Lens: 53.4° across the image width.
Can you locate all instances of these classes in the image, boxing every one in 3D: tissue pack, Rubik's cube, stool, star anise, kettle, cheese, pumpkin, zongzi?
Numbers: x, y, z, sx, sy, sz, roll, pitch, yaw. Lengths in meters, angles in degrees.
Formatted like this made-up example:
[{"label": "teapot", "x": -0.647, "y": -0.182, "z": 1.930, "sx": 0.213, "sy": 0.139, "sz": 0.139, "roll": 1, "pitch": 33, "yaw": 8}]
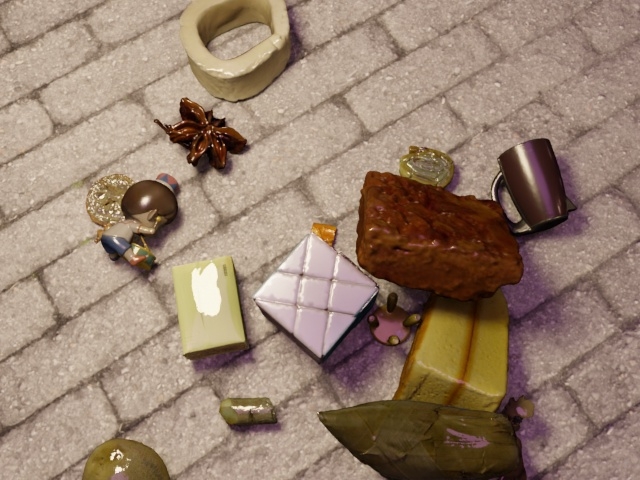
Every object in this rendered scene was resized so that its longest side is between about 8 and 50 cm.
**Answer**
[{"label": "tissue pack", "x": -0.282, "y": 0.171, "z": 1.625, "sx": 0.159, "sy": 0.125, "sz": 0.234, "roll": -10, "pitch": 72, "yaw": -4}, {"label": "Rubik's cube", "x": -0.009, "y": 0.148, "z": 1.576, "sx": 0.221, "sy": 0.224, "sz": 0.231, "roll": 40, "pitch": 81, "yaw": 10}, {"label": "stool", "x": 0.183, "y": 0.208, "z": 1.627, "sx": 0.135, "sy": 0.110, "sz": 0.134, "roll": 0, "pitch": 71, "yaw": -1}, {"label": "star anise", "x": -0.324, "y": -0.293, "z": 1.775, "sx": 0.190, "sy": 0.126, "sz": 0.220, "roll": -42, "pitch": 91, "yaw": -24}, {"label": "kettle", "x": 0.566, "y": -0.136, "z": 1.732, "sx": 0.202, "sy": 0.144, "sz": 0.232, "roll": -18, "pitch": 75, "yaw": 14}, {"label": "cheese", "x": -0.231, "y": -0.586, "z": 1.854, "sx": 0.332, "sy": 0.153, "sz": 0.292, "roll": -33, "pitch": 76, "yaw": -9}, {"label": "pumpkin", "x": -0.001, "y": -0.002, "z": 1.732, "sx": 0.073, "sy": 0.035, "sz": 0.101, "roll": 11, "pitch": 75, "yaw": 6}, {"label": "zongzi", "x": 0.226, "y": 0.420, "z": 1.367, "sx": 0.356, "sy": 0.393, "sz": 0.174, "roll": -8, "pitch": 60, "yaw": 25}]

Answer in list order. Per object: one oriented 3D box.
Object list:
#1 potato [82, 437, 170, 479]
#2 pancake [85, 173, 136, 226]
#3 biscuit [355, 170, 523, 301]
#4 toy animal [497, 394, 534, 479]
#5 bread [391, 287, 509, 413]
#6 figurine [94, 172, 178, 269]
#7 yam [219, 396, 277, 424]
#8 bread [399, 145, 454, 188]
[{"label": "potato", "x": -0.448, "y": 0.574, "z": 1.486, "sx": 0.178, "sy": 0.160, "sz": 0.235, "roll": -29, "pitch": 84, "yaw": 16}, {"label": "pancake", "x": -0.573, "y": -0.110, "z": 1.764, "sx": 0.158, "sy": 0.028, "sz": 0.158, "roll": 1, "pitch": 74, "yaw": -4}, {"label": "biscuit", "x": 0.277, "y": -0.010, "z": 1.583, "sx": 0.395, "sy": 0.166, "sz": 0.342, "roll": 15, "pitch": 28, "yaw": -4}, {"label": "toy animal", "x": 0.454, "y": 0.497, "z": 1.538, "sx": 0.186, "sy": 0.094, "sz": 0.214, "roll": -22, "pitch": 103, "yaw": -33}, {"label": "bread", "x": 0.350, "y": 0.284, "z": 1.636, "sx": 0.233, "sy": 0.245, "sz": 0.361, "roll": 20, "pitch": 43, "yaw": 7}, {"label": "figurine", "x": -0.464, "y": -0.061, "z": 1.691, "sx": 0.161, "sy": 0.158, "sz": 0.275, "roll": 12, "pitch": 68, "yaw": 42}, {"label": "yam", "x": -0.180, "y": 0.424, "z": 1.577, "sx": 0.146, "sy": 0.070, "sz": 0.069, "roll": -1, "pitch": 72, "yaw": -2}, {"label": "bread", "x": 0.295, "y": -0.199, "z": 1.781, "sx": 0.156, "sy": 0.064, "sz": 0.117, "roll": 14, "pitch": 72, "yaw": 3}]
